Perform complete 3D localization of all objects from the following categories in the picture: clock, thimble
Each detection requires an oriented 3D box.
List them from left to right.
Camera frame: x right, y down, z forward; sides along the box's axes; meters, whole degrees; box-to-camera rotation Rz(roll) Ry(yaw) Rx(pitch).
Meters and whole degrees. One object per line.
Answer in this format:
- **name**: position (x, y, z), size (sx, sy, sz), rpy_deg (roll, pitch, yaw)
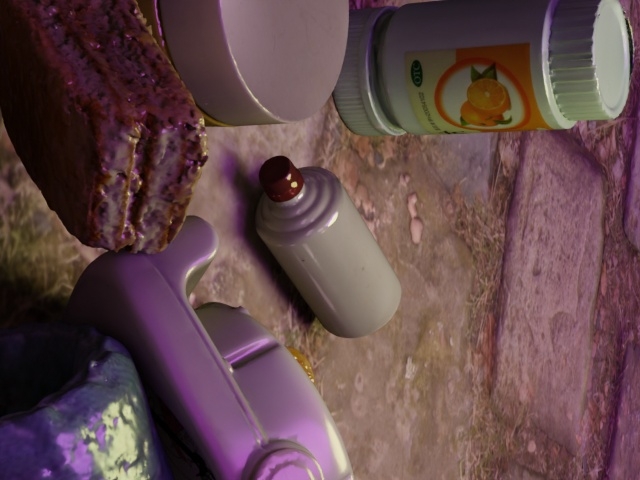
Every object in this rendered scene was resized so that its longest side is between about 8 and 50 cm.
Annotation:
- **thimble**: position (-0.217, 0.155, 0.948), size (0.198, 0.235, 0.143), rpy_deg (-29, 111, -37)
- **clock**: position (-0.082, 0.162, 1.056), size (0.109, 0.265, 0.324), rpy_deg (-28, 79, -30)

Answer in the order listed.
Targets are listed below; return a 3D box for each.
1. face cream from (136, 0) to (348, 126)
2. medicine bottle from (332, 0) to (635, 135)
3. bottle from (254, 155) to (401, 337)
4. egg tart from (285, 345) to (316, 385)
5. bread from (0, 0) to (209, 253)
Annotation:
- **face cream**: position (-0.104, -0.207, 1.181), size (0.218, 0.179, 0.218), rpy_deg (-2, 93, -61)
- **medicine bottle**: position (0.185, -0.201, 1.556), size (0.158, 0.318, 0.158), rpy_deg (2, 88, -60)
- **bottle**: position (0.000, 0.000, 1.451), size (0.245, 0.104, 0.104), rpy_deg (56, 44, -46)
- **egg tart**: position (-0.049, 0.175, 1.419), size (0.130, 0.052, 0.130), rpy_deg (-1, 92, -62)
- **bread**: position (-0.160, -0.091, 0.959), size (0.102, 0.196, 0.138), rpy_deg (-15, 141, -24)
